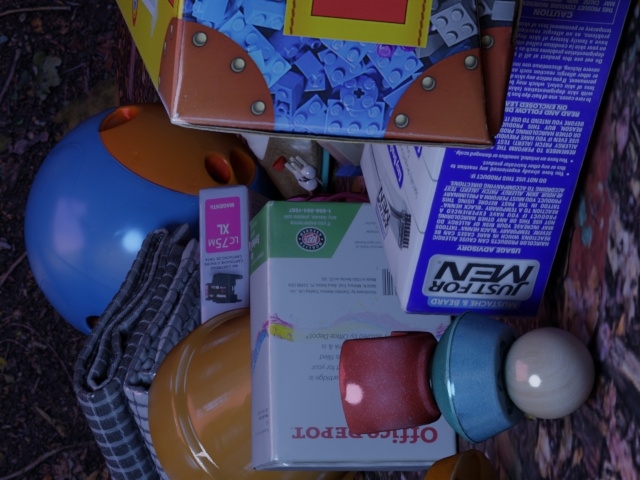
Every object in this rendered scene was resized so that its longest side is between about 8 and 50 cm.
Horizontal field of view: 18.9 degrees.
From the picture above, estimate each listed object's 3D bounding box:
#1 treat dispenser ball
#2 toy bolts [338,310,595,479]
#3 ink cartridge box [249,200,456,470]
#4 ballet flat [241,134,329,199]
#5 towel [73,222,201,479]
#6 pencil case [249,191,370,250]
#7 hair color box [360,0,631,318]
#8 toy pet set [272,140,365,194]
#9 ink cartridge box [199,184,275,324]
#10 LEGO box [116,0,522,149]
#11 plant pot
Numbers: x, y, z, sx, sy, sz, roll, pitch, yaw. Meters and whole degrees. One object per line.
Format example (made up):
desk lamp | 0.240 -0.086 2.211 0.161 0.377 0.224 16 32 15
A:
treat dispenser ball | -0.193 -0.015 2.200 0.288 0.288 0.288 -179 90 -77
toy bolts | 0.125 0.156 1.292 0.218 0.158 0.229 -16 -80 -62
ink cartridge box | 0.024 0.081 1.563 0.093 0.154 0.212 138 132 -72
ballet flat | -0.046 -0.190 1.950 0.116 0.124 0.342 -128 41 -70
towel | -0.145 0.146 1.985 0.284 0.121 0.235 -70 -32 -49
pencil case | 0.000 0.000 1.795 0.209 0.098 0.095 172 91 -76
hair color box | 0.118 -0.135 1.289 0.185 0.110 0.339 -103 22 -52
toy pet set | 0.030 -0.093 1.775 0.122 0.065 0.114 -52 17 -10
ink cartridge box | -0.063 0.113 1.953 0.186 0.065 0.311 27 -122 -67
LEGO box | -0.013 -0.299 1.230 0.500 0.193 0.373 -123 38 -71
plant pot | -0.025 0.136 1.727 0.188 0.205 0.205 -42 46 51
